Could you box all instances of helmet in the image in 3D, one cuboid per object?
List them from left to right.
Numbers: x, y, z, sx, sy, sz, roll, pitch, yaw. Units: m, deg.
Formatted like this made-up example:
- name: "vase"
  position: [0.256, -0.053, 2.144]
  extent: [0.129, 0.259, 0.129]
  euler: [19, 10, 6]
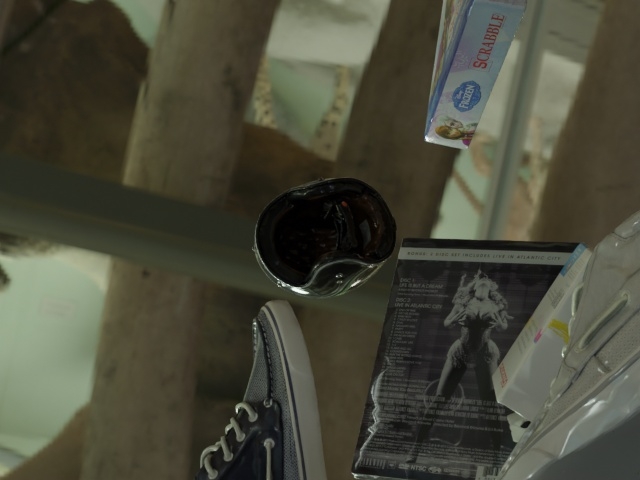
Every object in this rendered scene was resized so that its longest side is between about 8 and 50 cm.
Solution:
- name: "helmet"
  position: [0.000, 0.000, 1.640]
  extent: [0.169, 0.169, 0.161]
  euler: [15, 150, -42]

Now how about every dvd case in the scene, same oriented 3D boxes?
- name: "dvd case"
  position: [0.125, 0.099, 1.026]
  extent: [0.165, 0.221, 0.018]
  euler: [2, 153, 25]

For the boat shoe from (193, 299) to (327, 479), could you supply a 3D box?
- name: "boat shoe"
  position: [-0.084, 0.244, 1.495]
  extent: [0.158, 0.340, 0.127]
  euler: [-7, 164, -11]

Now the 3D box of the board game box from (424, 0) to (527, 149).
- name: "board game box"
  position: [0.205, -0.331, 1.562]
  extent: [0.066, 0.318, 0.318]
  euler: [11, 153, -1]

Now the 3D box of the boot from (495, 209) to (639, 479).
- name: "boot"
  position: [0.179, 0.078, 0.732]
  extent: [0.095, 0.258, 0.123]
  euler: [36, -164, -27]

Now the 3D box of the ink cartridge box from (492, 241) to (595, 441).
- name: "ink cartridge box"
  position: [0.191, 0.087, 0.893]
  extent: [0.090, 0.143, 0.092]
  euler: [32, -172, 3]
